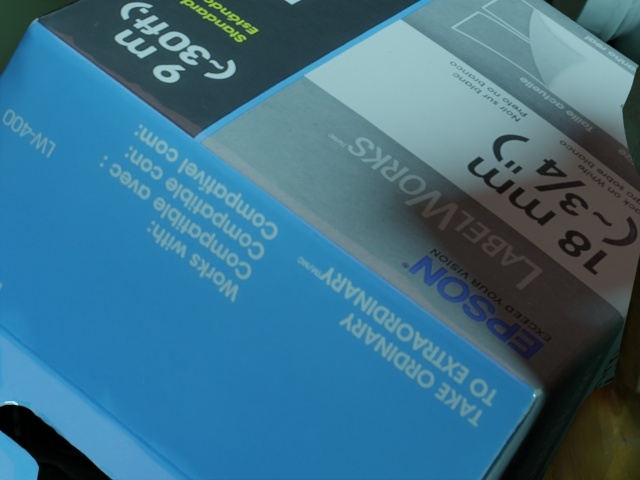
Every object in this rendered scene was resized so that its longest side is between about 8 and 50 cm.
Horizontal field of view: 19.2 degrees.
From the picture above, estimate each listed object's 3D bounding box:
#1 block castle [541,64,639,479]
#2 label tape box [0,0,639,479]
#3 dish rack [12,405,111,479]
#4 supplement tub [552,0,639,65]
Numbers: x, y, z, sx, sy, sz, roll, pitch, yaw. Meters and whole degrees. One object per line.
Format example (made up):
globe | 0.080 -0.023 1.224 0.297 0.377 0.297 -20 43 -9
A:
block castle | 0.284 0.118 0.561 0.213 0.303 0.453 -14 36 -40
label tape box | 0.000 0.000 0.736 0.240 0.106 0.333 37 40 16
dish rack | -0.044 0.031 0.837 0.208 0.074 0.271 9 24 -15
supplement tub | 0.366 -0.218 1.478 0.324 0.235 0.235 13 23 -6
